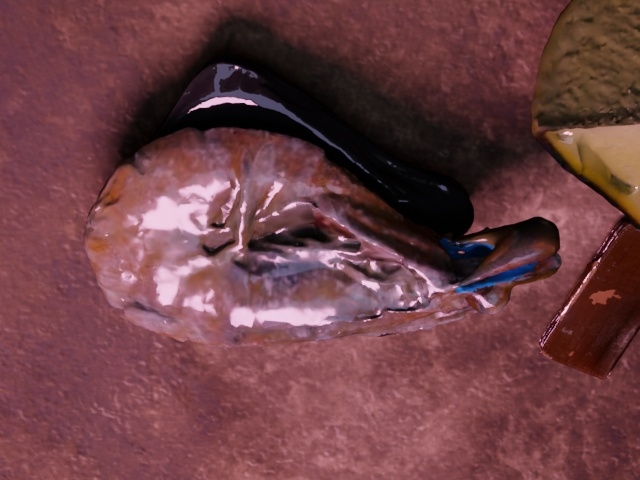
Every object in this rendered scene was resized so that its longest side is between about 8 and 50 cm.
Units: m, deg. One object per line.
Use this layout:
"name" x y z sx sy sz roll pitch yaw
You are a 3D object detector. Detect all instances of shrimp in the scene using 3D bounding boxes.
"shrimp" 0.000 0.000 1.550 0.446 0.110 0.221 2 112 4

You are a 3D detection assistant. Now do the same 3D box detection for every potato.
"potato" 0.397 -0.129 1.543 0.330 0.212 0.280 -7 147 24

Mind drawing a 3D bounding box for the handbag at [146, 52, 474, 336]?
"handbag" -0.014 -0.038 1.613 0.332 0.075 0.191 29 114 -19

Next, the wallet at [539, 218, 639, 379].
"wallet" 0.303 0.059 1.715 0.095 0.026 0.176 20 116 -20
